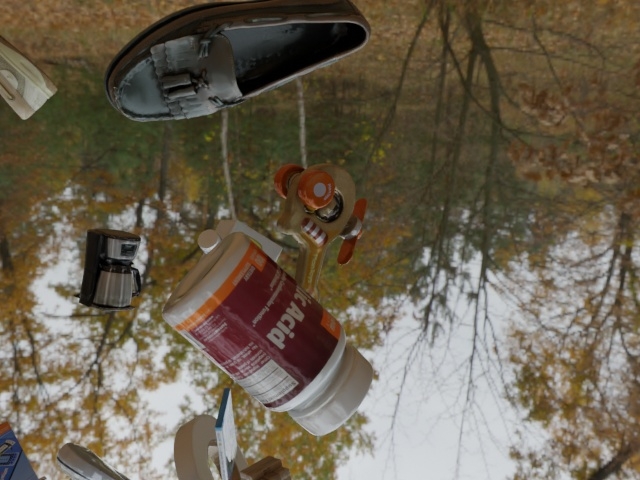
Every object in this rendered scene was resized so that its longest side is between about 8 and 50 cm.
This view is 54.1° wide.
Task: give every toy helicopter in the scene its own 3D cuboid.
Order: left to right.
[{"bbox_3d":[0.000,0.000,1.456,0.235,0.355,0.140,8,-172,-35],"label":"toy helicopter"}]

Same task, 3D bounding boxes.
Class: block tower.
[{"bbox_3d":[-0.096,0.701,1.500,0.097,0.336,0.091,-18,-176,-35],"label":"block tower"}]

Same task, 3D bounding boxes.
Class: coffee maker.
[{"bbox_3d":[-0.506,0.063,1.463,0.171,0.178,0.120,9,-178,15],"label":"coffee maker"}]

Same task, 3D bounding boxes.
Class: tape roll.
[{"bbox_3d":[-0.332,0.750,2.007,0.072,0.392,0.392,-29,-173,6],"label":"tape roll"}]

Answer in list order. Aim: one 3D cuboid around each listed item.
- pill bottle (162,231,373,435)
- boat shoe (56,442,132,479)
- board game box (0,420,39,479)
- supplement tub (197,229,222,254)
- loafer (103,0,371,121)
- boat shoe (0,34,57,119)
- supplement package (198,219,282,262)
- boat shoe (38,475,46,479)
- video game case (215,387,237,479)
[{"bbox_3d":[-0.094,0.190,1.232,0.392,0.224,0.224,44,180,-15],"label":"pill bottle"},{"bbox_3d":[-0.558,0.626,1.526,0.135,0.367,0.156,28,-115,31],"label":"boat shoe"},{"bbox_3d":[-0.540,0.395,0.954,0.027,0.145,0.281,-26,-179,9],"label":"board game box"},{"bbox_3d":[-0.338,0.019,1.984,0.071,0.071,0.107,8,155,18],"label":"supplement tub"},{"bbox_3d":[-0.077,-0.182,0.611,0.267,0.096,0.084,-25,-140,-13],"label":"loafer"},{"bbox_3d":[-0.621,-0.343,1.121,0.302,0.098,0.109,41,172,-8],"label":"boat shoe"},{"bbox_3d":[-0.280,0.058,2.172,0.203,0.194,0.149,32,165,-27],"label":"supplement package"},{"bbox_3d":[-0.802,0.703,1.743,0.035,0.035,0.100,42,-119,16],"label":"boat shoe"},{"bbox_3d":[-0.194,0.409,1.299,0.015,0.166,0.119,-1,-154,2],"label":"video game case"}]
